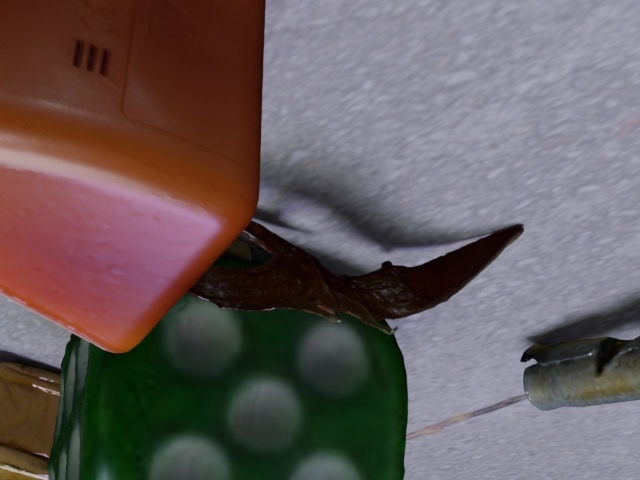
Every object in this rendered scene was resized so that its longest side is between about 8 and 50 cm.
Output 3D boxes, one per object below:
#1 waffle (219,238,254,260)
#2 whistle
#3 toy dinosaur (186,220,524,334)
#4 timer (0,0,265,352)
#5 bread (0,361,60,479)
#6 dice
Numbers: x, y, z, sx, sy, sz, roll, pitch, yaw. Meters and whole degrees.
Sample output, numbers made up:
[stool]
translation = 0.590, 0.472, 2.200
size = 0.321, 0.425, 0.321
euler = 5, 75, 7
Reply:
[waffle]
translation = -0.149, 0.004, 1.052
size = 0.153, 0.023, 0.097
euler = 20, 147, -23
[whistle]
translation = 0.321, 0.113, 1.044
size = 0.326, 0.057, 0.067
euler = -14, 100, 49
[toy dinosaur]
translation = 0.009, 0.004, 0.930
size = 0.328, 0.206, 0.112
euler = 15, 108, -5
[timer]
translation = -0.169, -0.104, 0.674
size = 0.250, 0.257, 0.161
euler = 23, 137, -28
[bread]
translation = -0.339, 0.224, 1.329
size = 0.191, 0.132, 0.114
euler = 22, 145, -20
[dice]
translation = -0.101, 0.198, 1.093
size = 0.300, 0.287, 0.297
euler = 13, 154, -18
